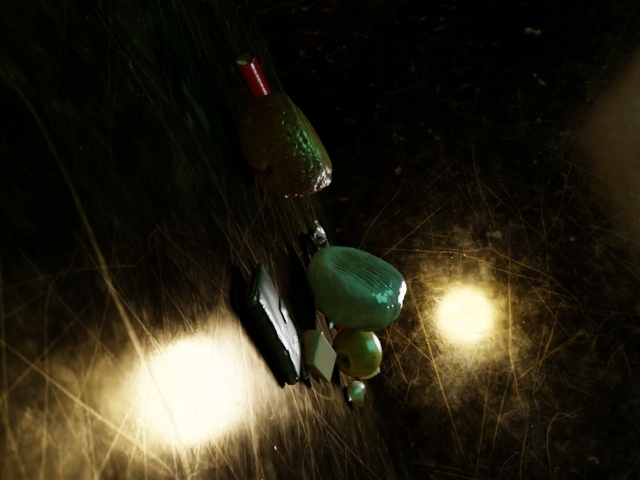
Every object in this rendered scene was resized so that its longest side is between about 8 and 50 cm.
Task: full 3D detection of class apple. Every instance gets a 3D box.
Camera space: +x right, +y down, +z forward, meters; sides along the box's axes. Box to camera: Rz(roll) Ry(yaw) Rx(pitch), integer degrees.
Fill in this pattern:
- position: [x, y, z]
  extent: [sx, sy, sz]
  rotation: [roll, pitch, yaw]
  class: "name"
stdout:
- position: [0.120, 0.380, 1.590]
  extent: [0.155, 0.182, 0.182]
  rotation: [-23, 95, -54]
  class: "apple"

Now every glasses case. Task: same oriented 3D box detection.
- position: [-0.021, 0.291, 1.124]
  extent: [0.193, 0.070, 0.102]
  rotation: [65, 36, -58]
  class: "glasses case"

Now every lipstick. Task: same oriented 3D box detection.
- position: [-0.239, -0.591, 1.758]
  extent: [0.241, 0.080, 0.080]
  rotation: [62, 11, -56]
  class: "lipstick"

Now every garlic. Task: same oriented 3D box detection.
- position: [0.126, 0.527, 1.622]
  extent: [0.152, 0.066, 0.084]
  rotation: [66, 10, -56]
  class: "garlic"

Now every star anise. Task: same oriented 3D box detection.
- position: [0.000, 0.000, 2.160]
  extent: [0.182, 0.065, 0.195]
  rotation: [41, 27, -87]
  class: "star anise"

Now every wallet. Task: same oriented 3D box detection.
- position: [-0.090, 0.167, 0.925]
  extent: [0.124, 0.042, 0.230]
  rotation: [-92, 162, -59]
  class: "wallet"

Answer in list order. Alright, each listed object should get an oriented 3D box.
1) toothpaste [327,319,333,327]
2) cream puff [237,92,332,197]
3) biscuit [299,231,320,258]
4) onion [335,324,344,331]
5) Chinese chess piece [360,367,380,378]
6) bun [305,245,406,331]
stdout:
- position: [0.044, 0.206, 1.760]
  extent: [0.078, 0.047, 0.248]
  rotation: [46, 46, -78]
  class: "toothpaste"
- position: [-0.108, -0.250, 1.283]
  extent: [0.303, 0.212, 0.303]
  rotation: [59, 11, -19]
  class: "cream puff"
- position: [-0.015, 0.079, 1.781]
  extent: [0.151, 0.063, 0.235]
  rotation: [78, -8, -69]
  class: "biscuit"
- position: [0.103, 0.243, 1.956]
  extent: [0.280, 0.146, 0.314]
  rotation: [-94, 168, -54]
  class: "onion"
- position: [0.178, 0.480, 2.063]
  extent: [0.257, 0.104, 0.257]
  rotation: [-19, 90, -85]
  class: "Chinese chess piece"
- position: [0.115, 0.166, 1.575]
  extent: [0.362, 0.362, 0.211]
  rotation: [-96, -158, -64]
  class: "bun"
